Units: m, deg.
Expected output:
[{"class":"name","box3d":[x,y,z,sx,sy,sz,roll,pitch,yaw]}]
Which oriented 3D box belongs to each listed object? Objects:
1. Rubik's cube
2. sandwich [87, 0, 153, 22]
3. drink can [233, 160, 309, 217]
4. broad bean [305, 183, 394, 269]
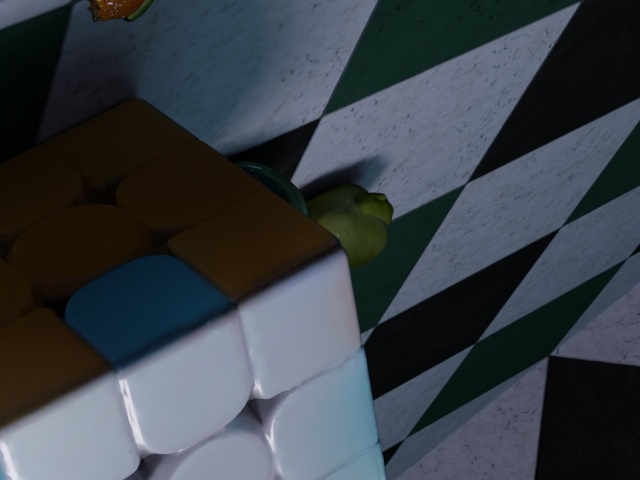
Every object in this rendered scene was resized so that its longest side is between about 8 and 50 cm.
[{"class":"Rubik's cube","box3d":[-0.154,0.113,1.410,0.291,0.292,0.290,-29,131,-23]},{"class":"sandwich","box3d":[-0.141,-0.184,1.262,0.067,0.029,0.135,-33,164,5]},{"class":"drink can","box3d":[-0.099,0.024,1.744,0.118,0.118,0.205,-18,154,-46]},{"class":"broad bean","box3d":[0.000,0.000,1.930,0.174,0.082,0.124,-26,162,-36]}]
